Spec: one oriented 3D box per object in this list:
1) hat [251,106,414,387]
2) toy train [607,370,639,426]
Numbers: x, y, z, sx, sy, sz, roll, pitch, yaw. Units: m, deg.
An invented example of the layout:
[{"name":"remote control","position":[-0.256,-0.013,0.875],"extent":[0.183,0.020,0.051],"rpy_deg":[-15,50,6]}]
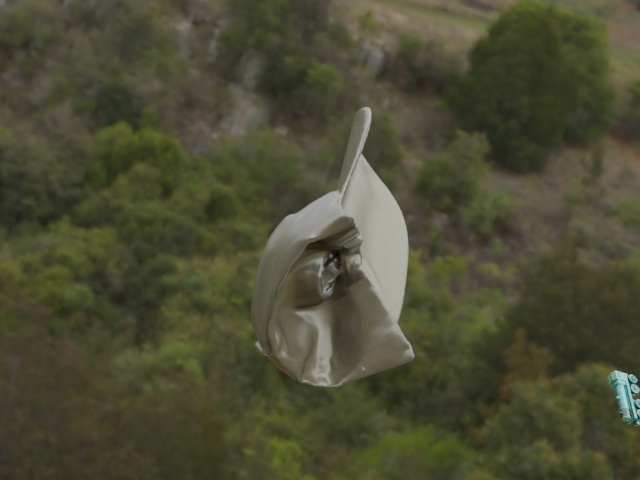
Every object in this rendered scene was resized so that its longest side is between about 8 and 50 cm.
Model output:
[{"name":"hat","position":[0.000,0.000,1.025],"extent":[0.144,0.166,0.173],"rpy_deg":[-22,41,1]},{"name":"toy train","position":[0.472,0.242,2.077],"extent":[0.045,0.029,0.092],"rpy_deg":[16,48,-23]}]
